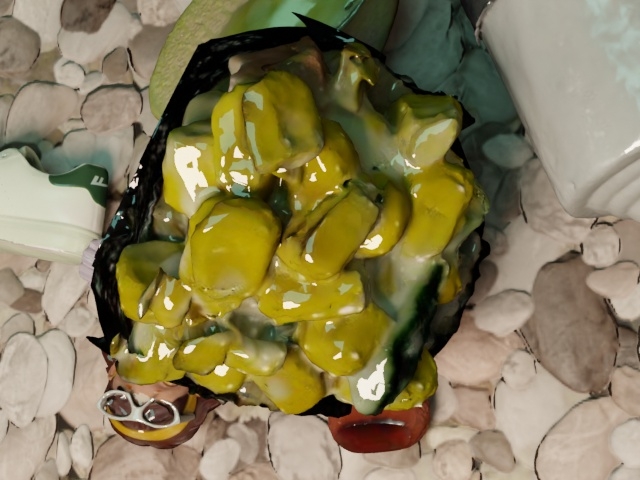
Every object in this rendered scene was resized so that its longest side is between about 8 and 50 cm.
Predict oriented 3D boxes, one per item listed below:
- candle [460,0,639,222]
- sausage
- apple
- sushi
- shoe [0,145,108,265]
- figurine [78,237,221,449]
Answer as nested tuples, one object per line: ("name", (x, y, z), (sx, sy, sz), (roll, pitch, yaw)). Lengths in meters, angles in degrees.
("candle", (0.256, -0.143, 1.095), (0.221, 0.221, 0.342), (-26, 71, 16))
("sausage", (0.053, 0.160, 1.210), (0.094, 0.059, 0.054), (-8, 34, 21))
("apple", (-0.042, -0.192, 1.289), (0.265, 0.120, 0.193), (-47, 50, 7))
("sushi", (0.000, 0.000, 1.081), (0.328, 0.285, 0.328), (28, 89, -19))
("shoe", (-0.334, -0.046, 1.399), (0.265, 0.095, 0.110), (13, 79, 19))
("figurine", (-0.140, 0.076, 1.274), (0.174, 0.116, 0.240), (10, 78, 6))
